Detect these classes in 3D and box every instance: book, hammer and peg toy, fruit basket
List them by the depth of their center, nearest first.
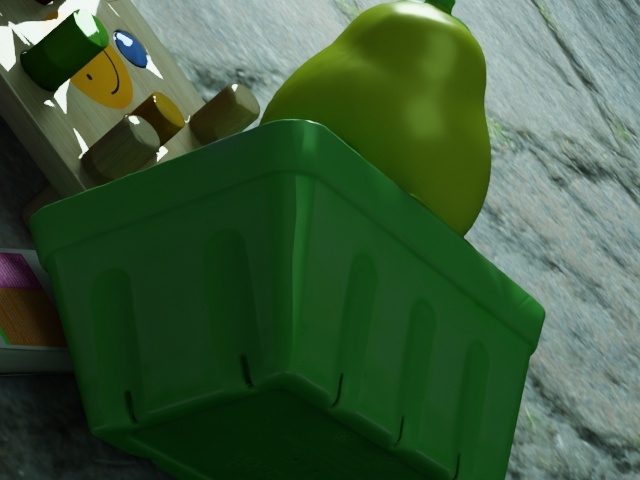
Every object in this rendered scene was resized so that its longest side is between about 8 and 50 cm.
[{"bbox_3d":[-0.213,0.047,1.358,0.144,0.035,0.096,6,48,-58],"label":"book"},{"bbox_3d":[0.000,0.000,1.431,0.392,0.283,0.392,39,41,-46],"label":"fruit basket"},{"bbox_3d":[-0.217,-0.183,1.537,0.361,0.127,0.266,54,25,4],"label":"hammer and peg toy"}]
